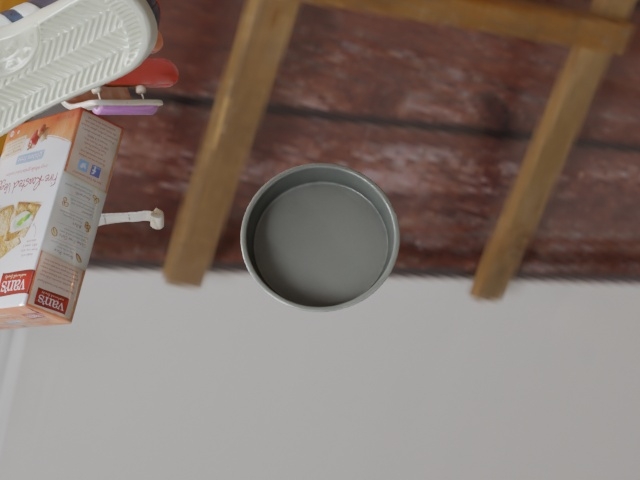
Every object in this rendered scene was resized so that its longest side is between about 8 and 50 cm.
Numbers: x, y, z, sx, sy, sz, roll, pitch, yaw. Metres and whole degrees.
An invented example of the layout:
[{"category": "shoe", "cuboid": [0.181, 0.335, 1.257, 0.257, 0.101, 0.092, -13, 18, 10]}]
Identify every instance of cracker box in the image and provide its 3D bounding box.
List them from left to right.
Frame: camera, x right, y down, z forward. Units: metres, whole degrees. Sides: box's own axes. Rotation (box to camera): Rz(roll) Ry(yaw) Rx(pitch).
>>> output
[{"category": "cracker box", "cuboid": [-0.311, -0.021, 1.591, 0.067, 0.232, 0.156, 25, 158, -37]}]

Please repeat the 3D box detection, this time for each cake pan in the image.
[{"category": "cake pan", "cuboid": [0.000, 0.000, 2.665, 0.293, 0.293, 0.054, 19, 161, 8]}]

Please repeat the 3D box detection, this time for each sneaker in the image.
[{"category": "sneaker", "cuboid": [-0.329, -0.194, 1.558, 0.350, 0.131, 0.148, -14, -160, 11]}]

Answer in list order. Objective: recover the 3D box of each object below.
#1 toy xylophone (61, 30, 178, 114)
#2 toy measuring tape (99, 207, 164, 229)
[{"category": "toy xylophone", "cuboid": [-0.332, -0.302, 1.936, 0.236, 0.322, 0.081, -16, 172, -44]}, {"category": "toy measuring tape", "cuboid": [-0.431, 0.005, 2.456, 0.330, 0.121, 0.121, -2, -156, -6]}]
